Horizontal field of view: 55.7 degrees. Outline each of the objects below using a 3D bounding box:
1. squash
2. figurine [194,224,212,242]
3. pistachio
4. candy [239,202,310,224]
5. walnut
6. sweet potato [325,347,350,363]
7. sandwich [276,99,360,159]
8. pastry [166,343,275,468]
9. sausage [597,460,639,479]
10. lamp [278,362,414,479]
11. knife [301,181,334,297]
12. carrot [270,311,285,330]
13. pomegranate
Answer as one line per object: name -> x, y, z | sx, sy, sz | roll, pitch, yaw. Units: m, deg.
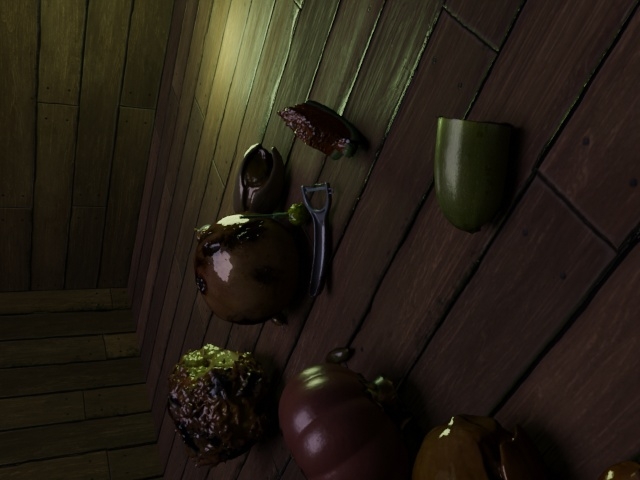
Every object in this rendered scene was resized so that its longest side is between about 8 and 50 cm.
squash -> 0.240, -0.104, 0.969 | 0.123, 0.123, 0.187 | 19, 110, 61
figurine -> -0.347, -0.021, 2.043 | 0.101, 0.143, 0.068 | 89, 163, -56
pistachio -> -0.174, -0.159, 1.730 | 0.153, 0.137, 0.238 | -67, -8, -66
candy -> -0.116, -0.065, 1.552 | 0.062, 0.194, 0.058 | 50, 137, 51
walnut -> 0.240, 0.423, 0.876 | 0.209, 0.209, 0.336 | -19, 72, 61
sweet potato -> 0.033, 0.281, 1.440 | 0.153, 0.038, 0.041 | 125, 159, -50
sandwich -> 0.000, -0.246, 1.389 | 0.235, 0.159, 0.079 | 38, 120, 32
pastry -> -0.307, 0.505, 1.827 | 0.405, 0.292, 0.337 | -2, 99, 53
sausage -> 0.362, 0.381, 0.756 | 0.098, 0.098, 0.238 | 46, 131, 53
lamp -> 0.061, 0.369, 1.173 | 0.305, 0.239, 0.305 | 55, 178, 3
knife -> 0.002, 0.000, 1.481 | 0.123, 0.053, 0.278 | 0, 91, 58
carrot -> -0.164, 0.171, 1.796 | 0.298, 0.078, 0.078 | 47, 131, 45
pomegranate -> -0.198, 0.076, 1.632 | 0.322, 0.322, 0.322 | 0, 90, 62
